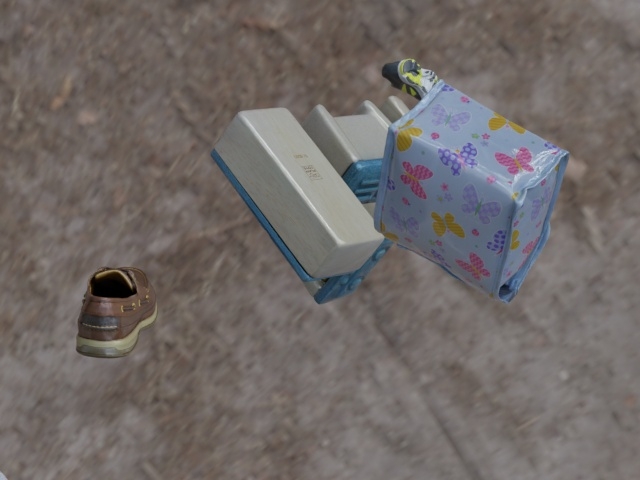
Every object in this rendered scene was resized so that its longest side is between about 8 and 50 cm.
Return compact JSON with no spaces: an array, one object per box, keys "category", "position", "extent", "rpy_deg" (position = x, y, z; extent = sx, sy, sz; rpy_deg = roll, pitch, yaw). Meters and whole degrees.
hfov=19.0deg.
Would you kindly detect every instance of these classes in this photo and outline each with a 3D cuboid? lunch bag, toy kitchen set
[{"category":"lunch bag","position":[0.064,-0.017,0.834],"extent":[0.071,0.083,0.053],"rpy_deg":[31,50,20]},{"category":"toy kitchen set","position":[0.000,0.000,1.370],"extent":[0.207,0.166,0.122],"rpy_deg":[-10,56,-50]}]

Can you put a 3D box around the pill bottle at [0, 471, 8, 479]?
[{"category":"pill bottle","position":[-0.315,0.165,1.021],"extent":[0.283,0.160,0.160],"rpy_deg":[6,65,17]}]

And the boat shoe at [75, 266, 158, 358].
[{"category":"boat shoe","position":[-0.186,0.053,1.764],"extent":[0.064,0.178,0.060],"rpy_deg":[4,107,3]}]

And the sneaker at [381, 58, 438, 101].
[{"category":"sneaker","position":[0.090,-0.161,1.910],"extent":[0.035,0.083,0.031],"rpy_deg":[8,73,31]}]
